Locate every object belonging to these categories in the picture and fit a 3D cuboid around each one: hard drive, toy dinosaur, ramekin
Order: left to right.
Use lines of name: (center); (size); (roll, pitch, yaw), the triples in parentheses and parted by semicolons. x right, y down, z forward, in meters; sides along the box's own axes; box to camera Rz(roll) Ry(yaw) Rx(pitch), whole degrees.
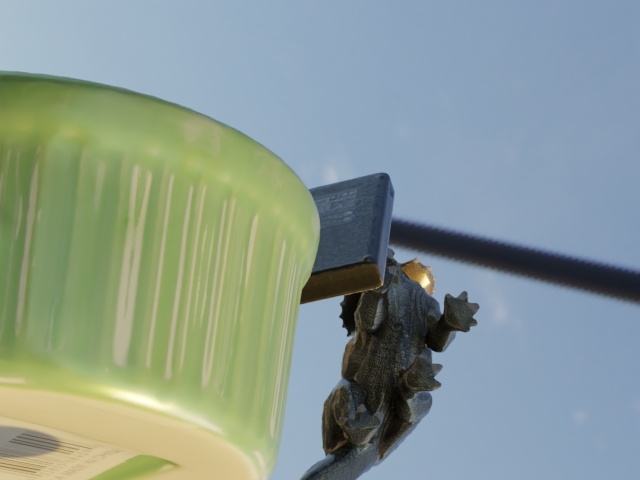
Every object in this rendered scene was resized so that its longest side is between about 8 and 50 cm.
ramekin: (-0.154, 0.050, 0.844); (0.303, 0.303, 0.148); (111, -17, -64)
hard drive: (0.000, 0.000, 1.095); (0.135, 0.094, 0.022); (-78, 152, -62)
toy dinosaur: (0.049, 0.114, 1.289); (0.160, 0.121, 0.313); (105, -6, -68)
